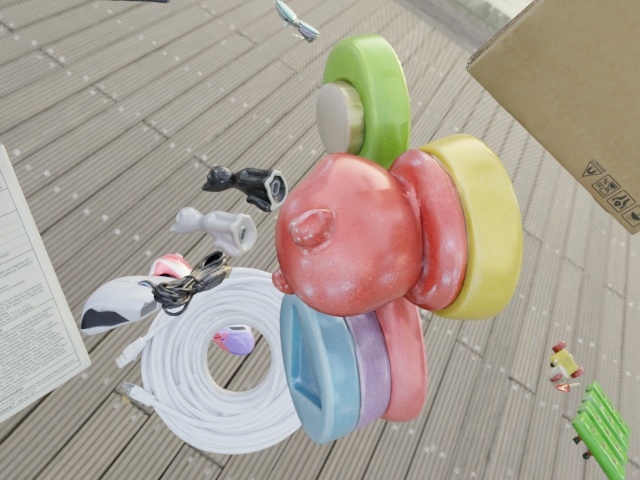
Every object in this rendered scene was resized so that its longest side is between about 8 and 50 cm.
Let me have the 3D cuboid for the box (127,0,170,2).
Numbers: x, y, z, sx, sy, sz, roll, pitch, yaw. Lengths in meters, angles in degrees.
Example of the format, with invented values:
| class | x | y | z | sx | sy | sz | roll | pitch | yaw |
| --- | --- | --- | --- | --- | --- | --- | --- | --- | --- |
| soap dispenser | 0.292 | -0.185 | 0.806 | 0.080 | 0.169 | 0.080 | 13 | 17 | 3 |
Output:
| class | x | y | z | sx | sy | sz | roll | pitch | yaw |
| --- | --- | --- | --- | --- | --- | --- | --- | --- | --- |
| box | -0.237 | -0.321 | 0.487 | 0.295 | 0.183 | 0.294 | 3 | 36 | -1 |

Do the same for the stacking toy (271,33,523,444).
| class | x | y | z | sx | sy | sz | roll | pitch | yaw |
| --- | --- | --- | --- | --- | --- | --- | --- | --- | --- |
| stacking toy | 0.000 | 0.000 | 0.509 | 0.130 | 0.309 | 0.280 | -8 | 52 | -17 |

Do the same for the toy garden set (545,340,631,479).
| class | x | y | z | sx | sy | sz | roll | pitch | yaw |
| --- | --- | --- | --- | --- | --- | --- | --- | --- | --- |
| toy garden set | 0.453 | 0.292 | 1.106 | 0.204 | 0.049 | 0.244 | 58 | 26 | 14 |

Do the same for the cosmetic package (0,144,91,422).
| class | x | y | z | sx | sy | sz | roll | pitch | yaw |
| --- | --- | --- | --- | --- | --- | --- | --- | --- | --- |
| cosmetic package | -0.414 | 0.053 | 0.754 | 0.113 | 0.310 | 0.160 | 13 | 33 | 40 |

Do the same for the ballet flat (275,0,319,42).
| class | x | y | z | sx | sy | sz | roll | pitch | yaw |
| --- | --- | --- | --- | --- | --- | --- | --- | --- | --- |
| ballet flat | -0.057 | -0.460 | 1.344 | 0.114 | 0.041 | 0.041 | 35 | 41 | -13 |

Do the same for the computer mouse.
| class | x | y | z | sx | sy | sz | roll | pitch | yaw |
| --- | --- | --- | --- | --- | --- | --- | --- | --- | --- |
| computer mouse | -0.182 | 0.054 | 0.635 | 0.106 | 0.192 | 0.042 | -42 | 110 | -55 |

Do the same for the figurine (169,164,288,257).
| class | x | y | z | sx | sy | sz | roll | pitch | yaw |
| --- | --- | --- | --- | --- | --- | --- | --- | --- | --- |
| figurine | -0.211 | -0.077 | 1.391 | 0.209 | 0.092 | 0.215 | 14 | 58 | 32 |

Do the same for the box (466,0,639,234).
| class | x | y | z | sx | sy | sz | roll | pitch | yaw |
| --- | --- | --- | --- | --- | --- | --- | --- | --- | --- |
| box | 0.234 | -0.112 | 0.456 | 0.201 | 0.164 | 0.021 | 41 | 38 | -12 |

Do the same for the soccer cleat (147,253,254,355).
| class | x | y | z | sx | sy | sz | roll | pitch | yaw |
| --- | --- | --- | --- | --- | --- | --- | --- | --- | --- |
| soccer cleat | -0.221 | 0.130 | 1.164 | 0.248 | 0.083 | 0.095 | 50 | 20 | -11 |

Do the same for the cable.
| class | x | y | z | sx | sy | sz | roll | pitch | yaw |
| --- | --- | --- | --- | --- | --- | --- | --- | --- | --- |
| cable | -0.119 | 0.169 | 0.898 | 0.257 | 0.089 | 0.257 | 39 | 77 | 6 |
